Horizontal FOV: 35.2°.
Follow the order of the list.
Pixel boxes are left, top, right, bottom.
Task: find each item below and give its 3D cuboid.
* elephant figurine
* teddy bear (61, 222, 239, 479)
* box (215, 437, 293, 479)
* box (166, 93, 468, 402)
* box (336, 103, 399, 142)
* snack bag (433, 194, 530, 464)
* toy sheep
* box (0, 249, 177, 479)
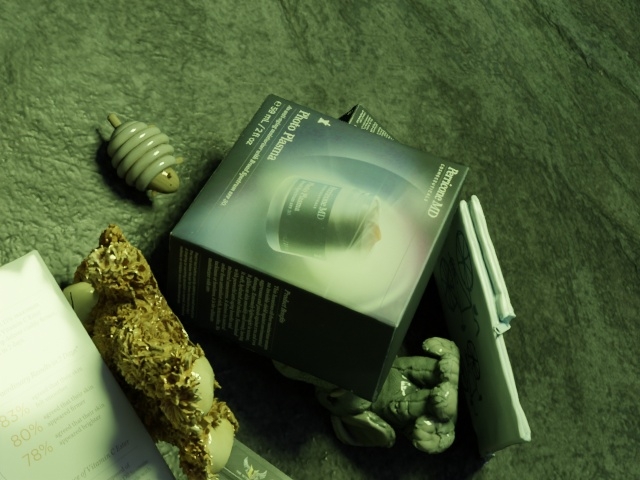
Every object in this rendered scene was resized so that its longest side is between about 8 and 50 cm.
[{"bbox_3d":[0.068,0.203,1.385,0.169,0.240,0.185,-68,159,-65],"label":"elephant figurine"},{"bbox_3d":[-0.198,0.121,1.092,0.113,0.245,0.338,-29,60,-15],"label":"teddy bear"},{"bbox_3d":[-0.064,0.367,1.183,0.231,0.056,0.183,37,41,-10],"label":"box"},{"bbox_3d":[0.000,0.000,1.306,0.294,0.182,0.296,22,50,8],"label":"box"},{"bbox_3d":[0.049,-0.092,1.492,0.158,0.156,0.093,41,50,-18],"label":"box"},{"bbox_3d":[0.231,0.140,1.454,0.037,0.323,0.342,-11,74,-5],"label":"snack bag"},{"bbox_3d":[-0.233,-0.113,1.319,0.132,0.091,0.091,46,46,5],"label":"toy sheep"},{"bbox_3d":[-0.317,0.220,1.027,0.215,0.168,0.345,-32,92,-44],"label":"box"}]
